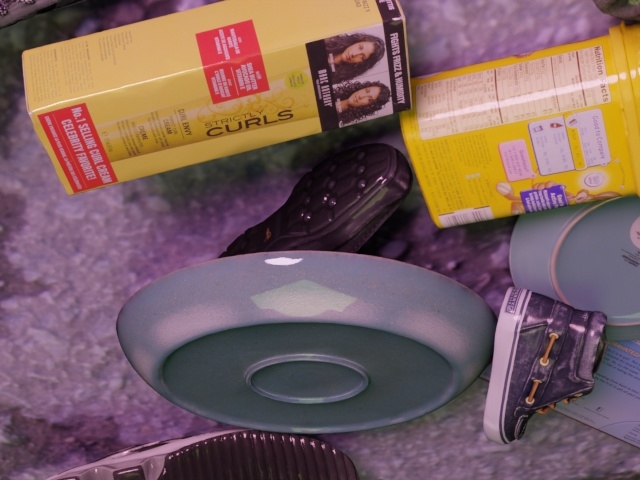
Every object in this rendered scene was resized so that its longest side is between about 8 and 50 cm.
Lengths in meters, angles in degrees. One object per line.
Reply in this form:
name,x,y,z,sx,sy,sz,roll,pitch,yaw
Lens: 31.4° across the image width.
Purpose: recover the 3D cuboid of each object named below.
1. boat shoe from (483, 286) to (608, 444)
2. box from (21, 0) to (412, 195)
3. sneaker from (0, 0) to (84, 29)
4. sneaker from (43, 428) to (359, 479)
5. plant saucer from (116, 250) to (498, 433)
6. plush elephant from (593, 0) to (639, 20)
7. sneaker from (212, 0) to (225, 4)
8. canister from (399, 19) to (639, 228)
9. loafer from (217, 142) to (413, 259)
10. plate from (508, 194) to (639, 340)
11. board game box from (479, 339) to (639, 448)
boat shoe,0.184,0.117,0.934,0.083,0.065,0.183,15,140,17
box,-0.062,-0.101,0.720,0.232,0.058,0.087,-13,143,-2
sneaker,-0.219,-0.149,0.700,0.268,0.153,0.101,-9,133,12
sneaker,-0.128,0.239,1.109,0.330,0.146,0.122,-5,92,-2
plant saucer,-0.010,0.100,0.941,0.317,0.044,0.317,0,152,0
plush elephant,0.287,-0.144,0.624,0.330,0.255,0.272,-31,87,-10
sneaker,-0.068,-0.129,0.780,0.144,0.053,0.059,-37,126,22
canister,0.151,-0.076,0.801,0.170,0.073,0.126,-10,132,16
loafer,0.000,0.000,0.889,0.078,0.076,0.223,27,135,-27
plate,0.242,0.011,0.888,0.188,0.024,0.188,1,124,1
board game box,0.293,0.124,1.015,0.281,0.027,0.145,25,131,-18
